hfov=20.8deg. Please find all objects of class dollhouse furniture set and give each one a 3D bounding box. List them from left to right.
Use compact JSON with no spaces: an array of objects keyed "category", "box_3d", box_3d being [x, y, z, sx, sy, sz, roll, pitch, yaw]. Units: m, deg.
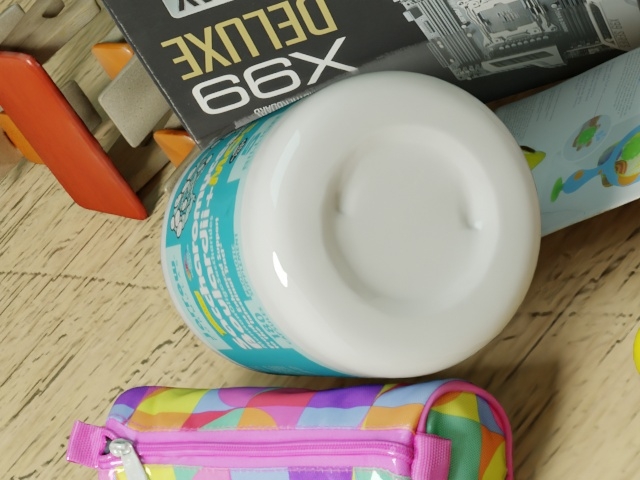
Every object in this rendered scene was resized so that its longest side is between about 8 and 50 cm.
[{"category":"dollhouse furniture set","box_3d":[-0.202,-0.109,1.152,0.262,0.259,0.135,10,53,46]}]

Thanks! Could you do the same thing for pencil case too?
[{"category":"pencil case","box_3d":[-0.016,0.121,0.914,0.236,0.104,0.104,-6,52,36]}]

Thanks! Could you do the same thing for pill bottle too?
[{"category":"pill bottle","box_3d":[0.000,0.000,0.926,0.146,0.146,0.264,-55,12,-14]}]

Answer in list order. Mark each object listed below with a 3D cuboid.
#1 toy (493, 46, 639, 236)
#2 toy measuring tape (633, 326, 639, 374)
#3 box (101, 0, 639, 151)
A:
[{"category":"toy","box_3d":[0.180,-0.052,0.925,0.237,0.056,0.137,-20,36,39]},{"category":"toy measuring tape","box_3d":[0.280,-0.007,0.804,0.330,0.121,0.121,-28,36,-18]},{"category":"box","box_3d":[0.042,-0.164,0.953,0.307,0.242,0.077,-16,55,10]}]
